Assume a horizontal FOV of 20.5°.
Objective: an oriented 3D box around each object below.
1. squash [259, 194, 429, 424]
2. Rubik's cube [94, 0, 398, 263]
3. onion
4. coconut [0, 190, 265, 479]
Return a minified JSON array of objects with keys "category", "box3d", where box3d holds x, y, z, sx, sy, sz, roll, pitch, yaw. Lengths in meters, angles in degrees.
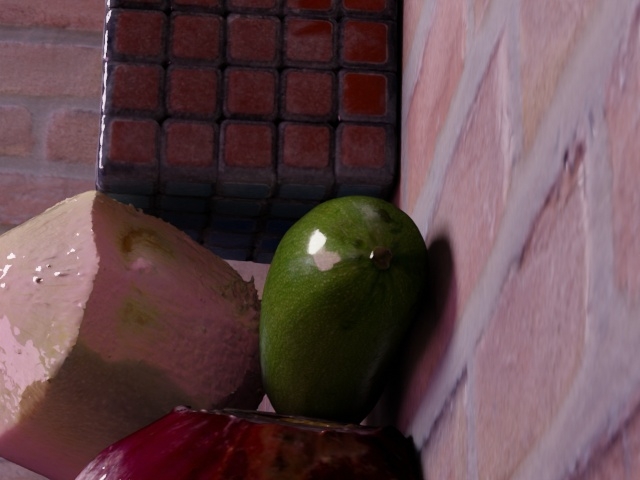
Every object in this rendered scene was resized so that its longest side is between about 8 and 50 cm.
[{"category":"squash","box3d":[0.010,0.058,1.232,0.395,0.107,0.107,100,172,-68]},{"category":"Rubik's cube","box3d":[-0.063,-0.122,1.464,0.237,0.237,0.238,106,168,-73]},{"category":"onion","box3d":[-0.067,0.240,1.181,0.337,0.260,0.282,-107,26,-79]},{"category":"coconut","box3d":[-0.174,0.080,1.382,0.233,0.245,0.233,-40,31,31]}]
